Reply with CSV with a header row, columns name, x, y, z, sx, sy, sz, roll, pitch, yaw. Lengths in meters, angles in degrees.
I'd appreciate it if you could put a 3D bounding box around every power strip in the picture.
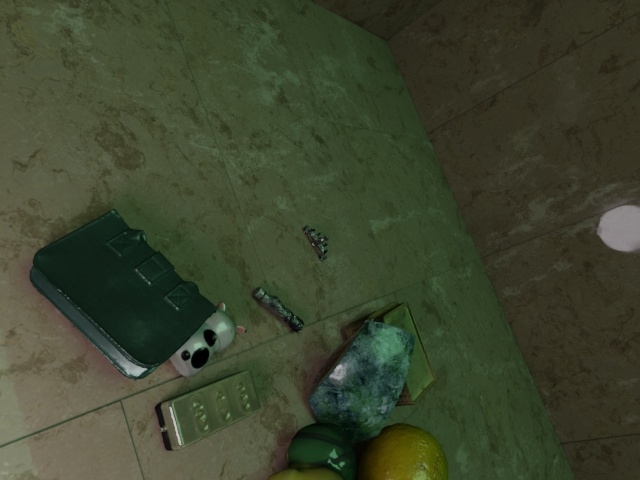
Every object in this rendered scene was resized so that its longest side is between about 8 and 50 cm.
name,x,y,z,sx,sy,sz,roll,pitch,yaw
power strip,-0.250,0.382,1.079,0.257,0.070,0.105,-7,73,-53

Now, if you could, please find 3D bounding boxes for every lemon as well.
name,x,y,z,sx,sy,sz,roll,pitch,yaw
lemon,0.229,0.668,1.348,0.310,0.258,0.257,-28,91,-57

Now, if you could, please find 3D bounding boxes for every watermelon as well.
name,x,y,z,sx,sy,sz,roll,pitch,yaw
watermelon,0.110,0.404,1.420,0.229,0.387,0.258,29,2,-6

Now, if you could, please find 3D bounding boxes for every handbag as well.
name,x,y,z,sx,sy,sz,roll,pitch,yaw
handbag,-0.403,0.106,0.987,0.326,0.089,0.238,44,40,-1

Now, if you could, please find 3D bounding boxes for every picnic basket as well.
name,x,y,z,sx,sy,sz,roll,pitch,yaw
picnic basket,0.232,0.385,1.617,0.228,0.175,0.312,-14,83,-55

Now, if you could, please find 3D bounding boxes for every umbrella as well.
name,x,y,z,sx,sy,sz,roll,pitch,yaw
umbrella,-0.118,0.199,1.388,0.188,0.050,0.046,46,16,-23

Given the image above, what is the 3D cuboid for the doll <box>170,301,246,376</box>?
name,x,y,z,sx,sy,sz,roll,pitch,yaw
doll,-0.276,0.233,1.110,0.110,0.107,0.181,58,38,-5

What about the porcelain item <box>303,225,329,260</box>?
name,x,y,z,sx,sy,sz,roll,pitch,yaw
porcelain item,0.000,0.000,1.645,0.136,0.075,0.021,60,36,-6

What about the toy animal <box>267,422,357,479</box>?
name,x,y,z,sx,sy,sz,roll,pitch,yaw
toy animal,-0.012,0.600,1.133,0.216,0.191,0.338,63,34,-23
